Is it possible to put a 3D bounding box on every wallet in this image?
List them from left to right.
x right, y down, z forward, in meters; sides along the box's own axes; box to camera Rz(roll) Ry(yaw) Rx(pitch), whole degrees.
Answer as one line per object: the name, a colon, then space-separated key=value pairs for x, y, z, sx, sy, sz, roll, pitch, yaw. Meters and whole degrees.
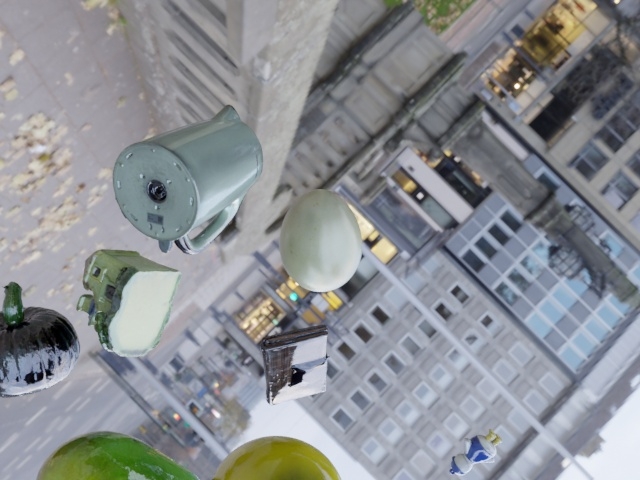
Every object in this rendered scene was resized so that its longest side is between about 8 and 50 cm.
wallet: x=-0.045 y=0.234 z=1.276 sx=0.125 sy=0.042 sz=0.230 roll=-11 pitch=141 yaw=-9

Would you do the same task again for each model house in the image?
model house: x=-0.455 y=0.129 z=1.531 sx=0.195 sy=0.189 sz=0.214 roll=0 pitch=112 yaw=-61

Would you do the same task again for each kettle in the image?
kettle: x=-0.215 y=-0.095 z=1.202 sx=0.255 sy=0.165 sz=0.240 roll=-45 pitch=141 yaw=-59

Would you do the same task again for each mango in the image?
mango: x=-0.401 y=0.512 z=1.431 sx=0.382 sy=0.225 sz=0.201 roll=25 pitch=98 yaw=-41

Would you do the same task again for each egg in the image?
egg: x=0.000 y=0.000 z=1.568 sx=0.188 sy=0.189 sz=0.253 roll=-43 pitch=140 yaw=-45

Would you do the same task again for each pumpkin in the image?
pumpkin: x=-0.662 y=0.212 z=1.511 sx=0.248 sy=0.248 sz=0.248 roll=-45 pitch=178 yaw=-2

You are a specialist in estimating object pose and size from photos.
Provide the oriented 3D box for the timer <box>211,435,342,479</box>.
timer: x=-0.064 y=0.484 z=1.248 sx=0.285 sy=0.285 sz=0.285 roll=-45 pitch=178 yaw=-2

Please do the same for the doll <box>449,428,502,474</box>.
doll: x=0.343 y=0.481 z=1.552 sx=0.143 sy=0.099 sz=0.057 roll=-47 pitch=-159 yaw=16
